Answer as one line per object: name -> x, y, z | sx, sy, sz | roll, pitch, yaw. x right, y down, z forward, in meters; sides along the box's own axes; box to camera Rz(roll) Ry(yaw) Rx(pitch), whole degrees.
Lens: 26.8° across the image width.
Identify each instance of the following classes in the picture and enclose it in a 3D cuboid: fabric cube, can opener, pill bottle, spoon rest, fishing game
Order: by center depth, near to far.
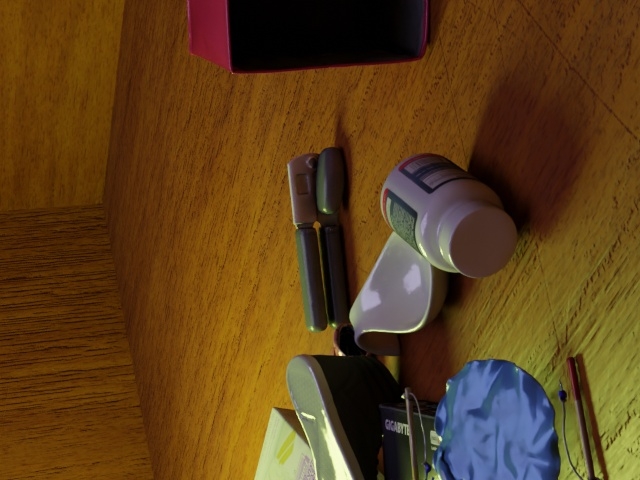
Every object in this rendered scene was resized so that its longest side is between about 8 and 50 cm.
fishing game -> 0.192, 0.220, 1.447 | 0.264, 0.041, 0.189 | -23, 69, 46
pill bottle -> 0.146, -0.025, 1.509 | 0.180, 0.108, 0.108 | -133, 41, -64
fabric cube -> -0.026, -0.355, 1.724 | 0.258, 0.259, 0.254 | -145, 51, -71
spoon rest -> 0.097, 0.077, 1.741 | 0.276, 0.084, 0.137 | 113, 147, -59
can opener -> 0.000, 0.000, 2.048 | 0.093, 0.074, 0.280 | -175, 80, -72

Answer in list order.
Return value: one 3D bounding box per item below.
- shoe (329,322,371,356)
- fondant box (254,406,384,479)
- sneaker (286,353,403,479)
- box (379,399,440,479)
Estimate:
shoe -> 0.049, 0.206, 1.964 | 0.178, 0.063, 0.081 | -106, 15, -44
fondant box -> -0.017, 0.424, 2.095 | 0.330, 0.096, 0.238 | -149, 72, -68
sneaker -> 0.065, 0.285, 1.832 | 0.104, 0.146, 0.296 | -34, 70, 52
box -> 0.159, 0.352, 1.646 | 0.295, 0.073, 0.293 | 175, 89, -72
